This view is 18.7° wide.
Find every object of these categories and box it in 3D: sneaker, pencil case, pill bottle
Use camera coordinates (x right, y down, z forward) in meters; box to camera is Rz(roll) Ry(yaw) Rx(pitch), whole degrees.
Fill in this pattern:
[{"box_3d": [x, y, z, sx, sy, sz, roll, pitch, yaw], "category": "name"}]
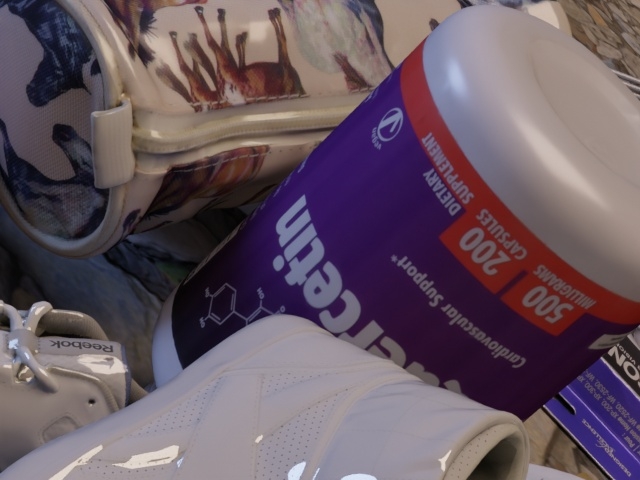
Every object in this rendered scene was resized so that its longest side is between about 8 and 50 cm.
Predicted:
[{"box_3d": [-0.165, 0.070, 0.916, 0.297, 0.129, 0.111, 27, 34, -31], "category": "sneaker"}, {"box_3d": [-0.017, -0.093, 1.151, 0.410, 0.159, 0.183, -11, 16, -43], "category": "pencil case"}, {"box_3d": [-0.036, 0.138, 0.804, 0.169, 0.108, 0.292, 18, 43, 38], "category": "sneaker"}, {"box_3d": [0.036, 0.039, 1.031, 0.181, 0.323, 0.181, 34, 28, -22], "category": "pill bottle"}]

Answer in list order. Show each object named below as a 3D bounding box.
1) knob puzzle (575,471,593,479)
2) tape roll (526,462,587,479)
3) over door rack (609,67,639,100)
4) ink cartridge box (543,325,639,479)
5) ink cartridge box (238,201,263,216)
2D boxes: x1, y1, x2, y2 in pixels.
[{"box_3d": [0.180, 0.241, 1.278, 0.213, 0.030, 0.213, 33, 27, -19], "category": "knob puzzle"}, {"box_3d": [0.047, 0.225, 0.842, 0.286, 0.286, 0.100, -91, 173, -54], "category": "tape roll"}, {"box_3d": [0.166, -0.043, 1.518, 0.240, 0.108, 0.324, 18, 39, -10], "category": "over door rack"}, {"box_3d": [0.212, 0.081, 1.542, 0.206, 0.045, 0.208, 46, 28, 1], "category": "ink cartridge box"}, {"box_3d": [0.030, -0.032, 1.321, 0.189, 0.066, 0.232, -12, 73, -38], "category": "ink cartridge box"}]
